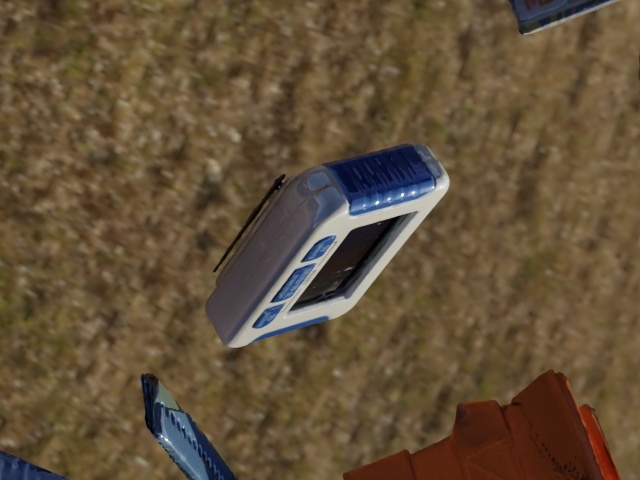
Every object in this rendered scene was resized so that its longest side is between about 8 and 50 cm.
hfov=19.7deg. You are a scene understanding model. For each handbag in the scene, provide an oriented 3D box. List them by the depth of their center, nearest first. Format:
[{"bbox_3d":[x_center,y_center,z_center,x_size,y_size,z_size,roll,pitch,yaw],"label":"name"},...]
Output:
[{"bbox_3d":[0.100,0.333,1.675,0.410,0.303,0.116,-29,140,15],"label":"handbag"}]

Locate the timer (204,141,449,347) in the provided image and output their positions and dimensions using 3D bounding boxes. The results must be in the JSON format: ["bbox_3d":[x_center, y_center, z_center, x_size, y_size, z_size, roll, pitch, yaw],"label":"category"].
[{"bbox_3d":[0.000,0.000,1.802,0.178,0.078,0.253,-16,154,-39],"label":"timer"}]

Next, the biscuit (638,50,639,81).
[{"bbox_3d":[0.217,-0.086,0.838,0.020,0.152,0.152,23,91,-59],"label":"biscuit"}]

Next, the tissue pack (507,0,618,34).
[{"bbox_3d":[0.181,-0.185,1.144,0.148,0.108,0.060,-21,105,7],"label":"tissue pack"}]

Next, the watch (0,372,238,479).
[{"bbox_3d":[-0.135,0.182,1.418,0.274,0.276,0.068,36,54,-41],"label":"watch"}]
